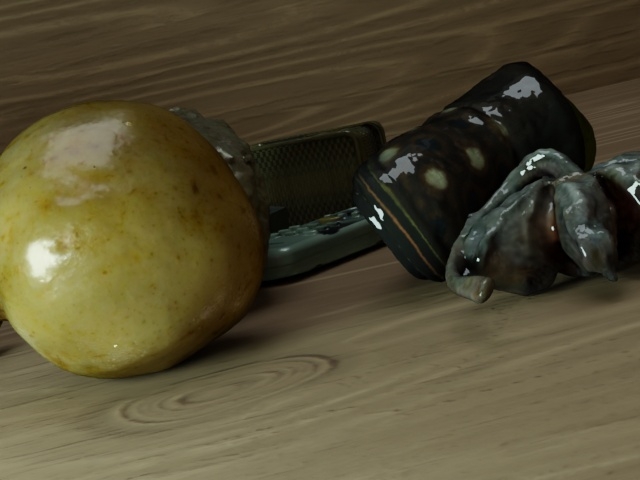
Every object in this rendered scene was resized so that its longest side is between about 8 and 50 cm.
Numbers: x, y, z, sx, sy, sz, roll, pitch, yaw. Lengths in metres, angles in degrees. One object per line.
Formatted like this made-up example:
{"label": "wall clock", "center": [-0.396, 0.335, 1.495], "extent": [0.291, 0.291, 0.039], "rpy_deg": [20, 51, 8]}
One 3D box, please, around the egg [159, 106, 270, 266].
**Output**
{"label": "egg", "center": [-0.189, -0.032, 1.605], "extent": [0.279, 0.279, 0.310], "rpy_deg": [-13, 23, -1]}

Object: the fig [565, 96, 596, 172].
{"label": "fig", "center": [0.265, -0.106, 1.762], "extent": [0.203, 0.203, 0.225], "rpy_deg": [-1, 57, 56]}

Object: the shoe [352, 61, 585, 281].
{"label": "shoe", "center": [0.189, -0.088, 1.481], "extent": [0.237, 0.171, 0.384], "rpy_deg": [-37, -4, 20]}

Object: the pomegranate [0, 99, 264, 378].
{"label": "pomegranate", "center": [-0.200, 0.001, 1.315], "extent": [0.307, 0.307, 0.307], "rpy_deg": [-12, 8, 2]}

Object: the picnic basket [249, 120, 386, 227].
{"label": "picnic basket", "center": [-0.015, -0.090, 2.057], "extent": [0.266, 0.165, 0.139], "rpy_deg": [-9, 8, 22]}

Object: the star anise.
{"label": "star anise", "center": [0.263, -0.027, 1.280], "extent": [0.315, 0.139, 0.359], "rpy_deg": [-19, 8, 1]}

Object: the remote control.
{"label": "remote control", "center": [0.000, 0.000, 1.797], "extent": [0.140, 0.056, 0.296], "rpy_deg": [-7, 9, 45]}

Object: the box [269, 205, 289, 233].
{"label": "box", "center": [-0.096, -0.011, 1.950], "extent": [0.069, 0.084, 0.122], "rpy_deg": [1, 13, 21]}
